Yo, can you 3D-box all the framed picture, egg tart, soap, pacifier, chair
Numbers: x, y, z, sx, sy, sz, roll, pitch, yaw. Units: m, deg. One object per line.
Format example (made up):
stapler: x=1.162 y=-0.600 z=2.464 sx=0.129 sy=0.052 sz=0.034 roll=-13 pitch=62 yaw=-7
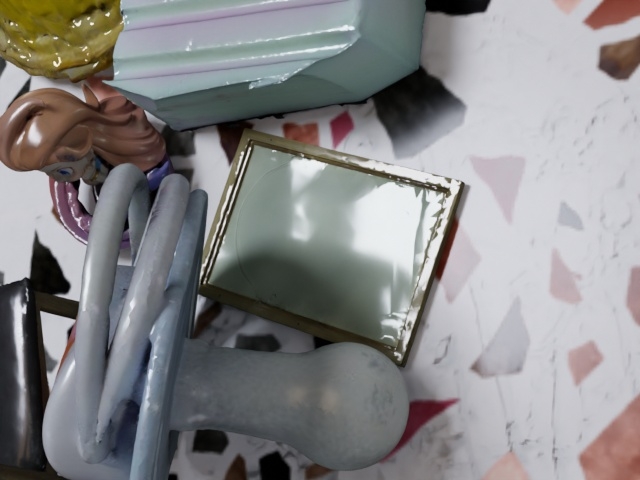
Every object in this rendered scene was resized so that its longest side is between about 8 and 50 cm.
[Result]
framed picture: x=0.000 y=0.000 z=0.936 sx=0.200 sy=0.010 sz=0.136 roll=17 pitch=86 yaw=34
egg tart: x=-0.215 y=-0.290 z=1.085 sx=0.314 sy=0.120 sz=0.315 roll=-9 pitch=73 yaw=32
soap: x=-0.042 y=-0.164 z=0.958 sx=0.230 sy=0.091 sz=0.145 roll=-1 pitch=74 yaw=33
pacifier: x=-0.053 y=0.088 z=0.838 sx=0.299 sy=0.233 sz=0.244 roll=-88 pitch=11 yaw=-59
chair: x=-0.254 y=0.129 z=0.909 sx=0.188 sy=0.272 sz=0.166 roll=-21 pitch=67 yaw=26

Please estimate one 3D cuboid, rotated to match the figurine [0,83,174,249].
figurine: x=-0.188 y=-0.075 z=1.004 sx=0.126 sy=0.157 sz=0.114 roll=16 pitch=66 yaw=40
